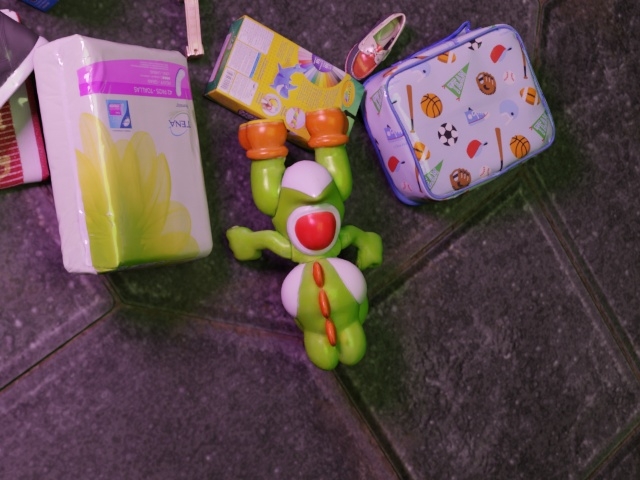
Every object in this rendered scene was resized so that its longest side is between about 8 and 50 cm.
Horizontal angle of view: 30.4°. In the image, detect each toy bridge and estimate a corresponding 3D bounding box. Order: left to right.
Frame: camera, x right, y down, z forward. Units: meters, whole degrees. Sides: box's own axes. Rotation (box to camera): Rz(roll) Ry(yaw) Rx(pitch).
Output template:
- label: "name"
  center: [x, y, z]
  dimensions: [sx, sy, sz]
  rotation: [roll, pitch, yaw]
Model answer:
- label: "toy bridge"
  center: [-0.188, -0.355, 1.670]
  dimensions: [0.026, 0.063, 0.188]
  rotation: [-6, 88, -11]

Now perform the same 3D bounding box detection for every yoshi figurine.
- label: "yoshi figurine"
  center: [-0.011, 0.003, 1.686]
  dimensions: [0.203, 0.203, 0.362]
  rotation: [-8, 88, -52]

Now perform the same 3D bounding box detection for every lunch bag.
- label: "lunch bag"
  center: [0.218, -0.206, 1.855]
  dimensions: [0.303, 0.115, 0.243]
  rotation: [-27, 96, -27]

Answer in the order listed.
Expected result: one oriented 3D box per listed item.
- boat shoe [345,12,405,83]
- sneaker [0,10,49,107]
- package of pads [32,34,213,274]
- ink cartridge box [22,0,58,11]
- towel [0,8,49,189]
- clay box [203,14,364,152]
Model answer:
- label: "boat shoe"
  center: [0.086, -0.300, 1.829]
  dimensions: [0.049, 0.043, 0.137]
  rotation: [44, 68, -20]
- label: "sneaker"
  center: [-0.473, -0.182, 1.441]
  dimensions: [0.147, 0.104, 0.296]
  rotation: [41, 62, -21]
- label: "package of pads"
  center: [-0.251, -0.108, 1.543]
  dimensions: [0.229, 0.101, 0.296]
  rotation: [-6, 88, -62]
- label: "ink cartridge box"
  center: [-0.413, -0.387, 1.502]
  dimensions: [0.203, 0.148, 0.086]
  rotation: [22, 77, -24]
- label: "towel"
  center: [-0.520, -0.167, 1.486]
  dimensions: [0.329, 0.037, 0.237]
  rotation: [-10, 91, -30]
- label: "clay box"
  center: [-0.049, -0.222, 1.741]
  dimensions: [0.222, 0.053, 0.127]
  rotation: [27, 73, -25]
